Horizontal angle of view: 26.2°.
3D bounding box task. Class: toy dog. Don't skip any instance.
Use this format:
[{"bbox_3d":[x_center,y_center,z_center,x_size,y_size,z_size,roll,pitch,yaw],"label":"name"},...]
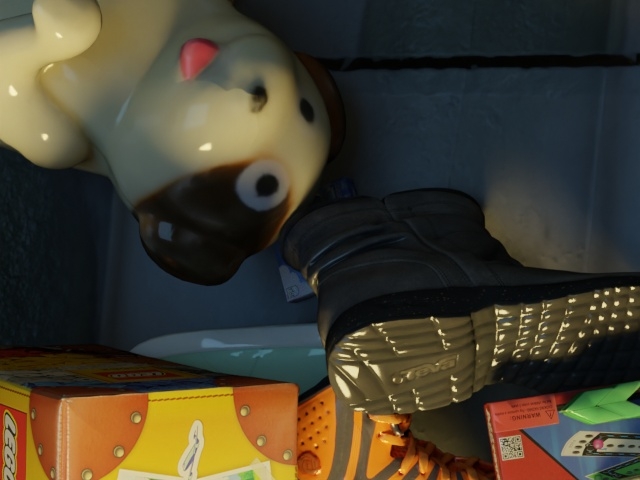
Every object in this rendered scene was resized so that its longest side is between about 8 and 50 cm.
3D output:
[{"bbox_3d":[-0.183,-0.134,1.173,0.408,0.284,0.395,31,144,18],"label":"toy dog"}]

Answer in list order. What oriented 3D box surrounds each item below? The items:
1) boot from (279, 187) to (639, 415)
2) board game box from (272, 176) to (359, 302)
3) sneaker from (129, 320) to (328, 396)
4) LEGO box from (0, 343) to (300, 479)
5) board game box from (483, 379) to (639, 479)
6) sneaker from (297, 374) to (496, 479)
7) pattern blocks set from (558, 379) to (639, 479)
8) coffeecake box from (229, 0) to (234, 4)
[{"bbox_3d":[0.147,0.027,1.084,0.223,0.338,0.118,-107,23,-59],"label":"boot"},{"bbox_3d":[0.000,0.000,1.239,0.090,0.020,0.090,-22,75,26],"label":"board game box"},{"bbox_3d":[-0.064,0.151,1.218,0.256,0.094,0.151,-5,88,31],"label":"sneaker"},{"bbox_3d":[-0.189,0.345,1.099,0.372,0.193,0.500,2,92,58],"label":"LEGO box"},{"bbox_3d":[0.268,0.168,0.991,0.281,0.027,0.145,-8,83,-4],"label":"board game box"},{"bbox_3d":[0.089,0.177,1.067,0.321,0.124,0.180,-6,91,4],"label":"sneaker"},{"bbox_3d":[0.279,0.243,0.953,0.285,0.026,0.325,-21,82,-6],"label":"pattern blocks set"},{"bbox_3d":[-0.133,-0.319,1.316,0.142,0.068,0.185,20,95,28],"label":"coffeecake box"}]
